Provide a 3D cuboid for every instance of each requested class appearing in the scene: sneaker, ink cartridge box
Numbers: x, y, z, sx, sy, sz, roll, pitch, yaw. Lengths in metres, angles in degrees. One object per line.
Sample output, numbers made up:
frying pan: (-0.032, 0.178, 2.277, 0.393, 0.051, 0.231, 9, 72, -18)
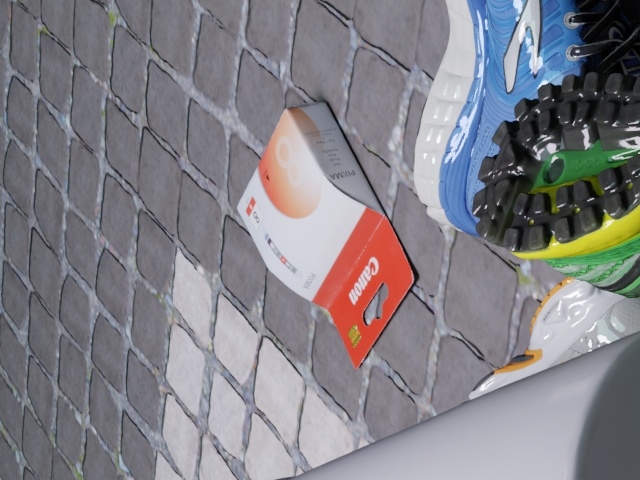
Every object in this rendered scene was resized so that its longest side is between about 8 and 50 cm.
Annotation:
sneaker: (0.155, -0.140, 1.157, 0.147, 0.129, 0.330, 27, 127, 37)
sneaker: (0.252, -0.048, 1.011, 0.343, 0.146, 0.134, -13, 60, 47)
sneaker: (0.169, 0.123, 1.231, 0.121, 0.099, 0.262, 58, 146, 24)
ink cartridge box: (0.000, 0.000, 1.527, 0.179, 0.045, 0.145, 65, 149, 26)

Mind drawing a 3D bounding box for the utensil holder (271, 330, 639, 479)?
utensil holder: (0.121, 0.245, 1.072, 0.385, 0.327, 0.328, -32, 72, 45)
